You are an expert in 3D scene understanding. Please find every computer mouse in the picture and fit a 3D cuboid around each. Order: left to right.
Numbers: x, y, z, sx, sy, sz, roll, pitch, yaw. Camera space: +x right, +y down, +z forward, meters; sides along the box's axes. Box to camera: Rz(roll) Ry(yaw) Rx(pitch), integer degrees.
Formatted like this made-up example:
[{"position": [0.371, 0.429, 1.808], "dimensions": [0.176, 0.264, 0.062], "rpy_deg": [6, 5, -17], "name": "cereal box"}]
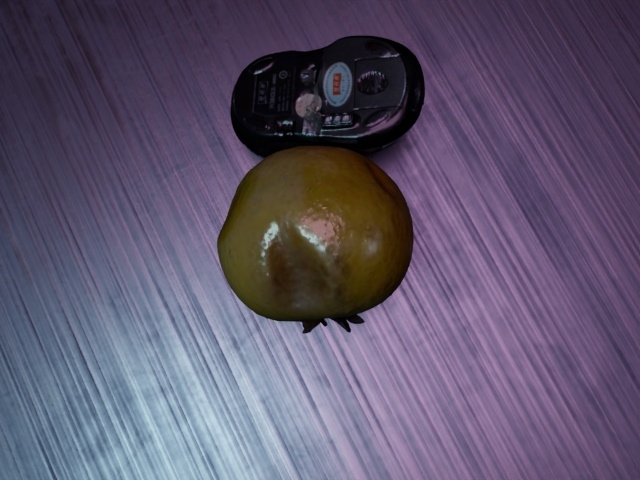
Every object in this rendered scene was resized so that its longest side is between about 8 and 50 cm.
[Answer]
[{"position": [0.009, -0.161, 0.668], "dimensions": [0.233, 0.096, 0.137], "rpy_deg": [2, 70, 17], "name": "computer mouse"}]

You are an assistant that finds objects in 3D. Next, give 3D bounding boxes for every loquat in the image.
[{"position": [-0.005, 0.000, 0.598], "dimensions": [0.213, 0.213, 0.213], "rpy_deg": [0, 83, 4], "name": "loquat"}]
